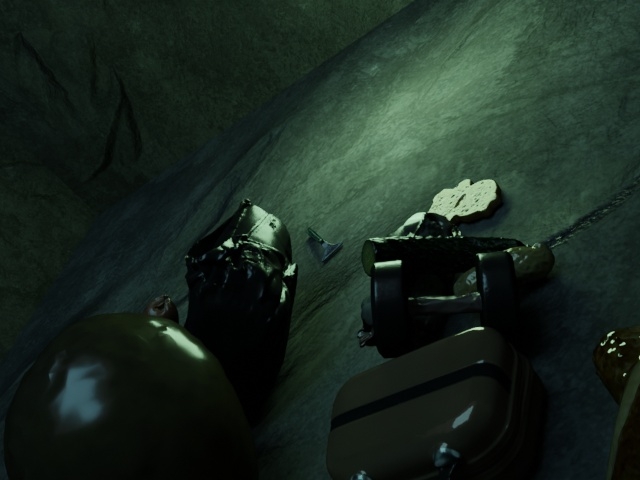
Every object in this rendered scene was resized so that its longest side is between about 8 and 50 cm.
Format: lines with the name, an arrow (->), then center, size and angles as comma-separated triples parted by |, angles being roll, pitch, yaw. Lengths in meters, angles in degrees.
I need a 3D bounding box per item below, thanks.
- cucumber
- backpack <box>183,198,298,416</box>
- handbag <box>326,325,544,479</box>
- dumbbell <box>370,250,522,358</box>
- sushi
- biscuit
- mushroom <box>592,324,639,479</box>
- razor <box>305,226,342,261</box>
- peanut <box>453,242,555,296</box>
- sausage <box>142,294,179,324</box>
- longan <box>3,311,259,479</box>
cucumber -> 0.217, 0.025, 1.415 | 0.293, 0.068, 0.067 | -1, 19, -14
backpack -> -0.172, 0.116, 1.737 | 0.446, 0.254, 0.363 | -75, 1, -60
handbag -> 0.148, 0.278, 1.148 | 0.302, 0.149, 0.283 | -26, 30, 31
dumbbell -> 0.190, 0.100, 1.279 | 0.218, 0.152, 0.152 | -6, 33, 9
sushi -> 0.163, 0.070, 1.502 | 0.124, 0.130, 0.332 | -29, 29, 42
biscuit -> 0.289, -0.075, 1.683 | 0.184, 0.027, 0.133 | -21, 30, 38
mushroom -> 0.353, 0.181, 0.807 | 0.259, 0.345, 0.345 | 19, 61, 37
razor -> -0.004, -0.004, 2.026 | 0.066, 0.033, 0.190 | -43, 22, -2
peanut -> 0.301, 0.061, 1.370 | 0.174, 0.080, 0.080 | -29, 26, 18
sausage -> -0.329, 0.304, 1.639 | 0.088, 0.087, 0.433 | -109, 26, -65
longan -> -0.311, 0.335, 1.369 | 0.404, 0.404, 0.436 | -37, 67, 14
